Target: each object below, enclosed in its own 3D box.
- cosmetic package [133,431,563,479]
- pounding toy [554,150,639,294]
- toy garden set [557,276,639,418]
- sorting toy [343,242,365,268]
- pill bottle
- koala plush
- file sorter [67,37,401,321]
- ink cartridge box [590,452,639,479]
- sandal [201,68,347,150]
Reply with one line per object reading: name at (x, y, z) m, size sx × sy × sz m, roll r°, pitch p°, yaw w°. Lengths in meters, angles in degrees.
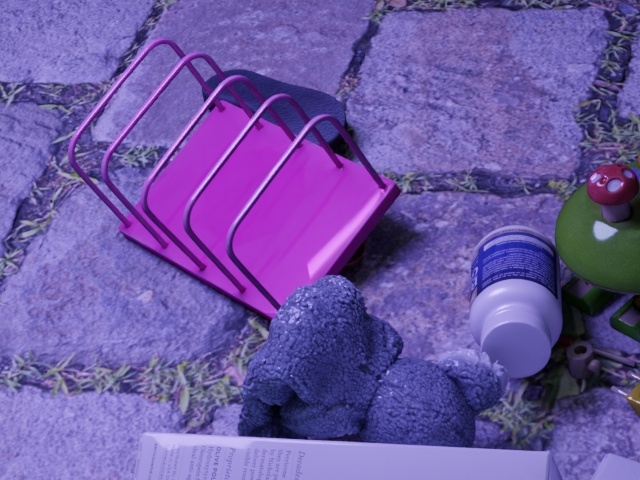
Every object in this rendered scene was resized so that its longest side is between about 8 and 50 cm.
cosmetic package at (0.031, 0.273, 1.558) m, size 0.365 × 0.197 × 0.155 m, roll 0°, pitch 65°, yaw 15°
pounding toy at (0.347, -0.042, 1.775) m, size 0.237 × 0.110 × 0.183 m, roll 4°, pitch 42°, yaw 20°
toy garden set at (0.337, 0.090, 1.807) m, size 0.204 × 0.049 × 0.244 m, roll -38°, pitch 47°, yaw -25°
sorting toy at (0.000, 0.000, 2.003) m, size 0.102 × 0.042 × 0.061 m, roll 0°, pitch 43°, yaw 16°
pill bottle at (0.198, 0.064, 1.817) m, size 0.094 × 0.094 × 0.169 m, roll -6°, pitch 30°, yaw 9°
koala plush at (0.054, 0.152, 1.730) m, size 0.221 × 0.203 × 0.196 m, roll 30°, pitch 65°, yaw 16°
file sorter at (-0.106, -0.075, 1.969) m, size 0.291 × 0.182 × 0.202 m, roll 28°, pitch 74°, yaw 38°
ink cartridge box at (0.279, 0.325, 1.428) m, size 0.171 × 0.232 × 0.168 m, roll 16°, pitch 51°, yaw 29°
sandal at (-0.049, -0.151, 2.185) m, size 0.097 × 0.054 × 0.254 m, roll -26°, pitch 33°, yaw -24°
